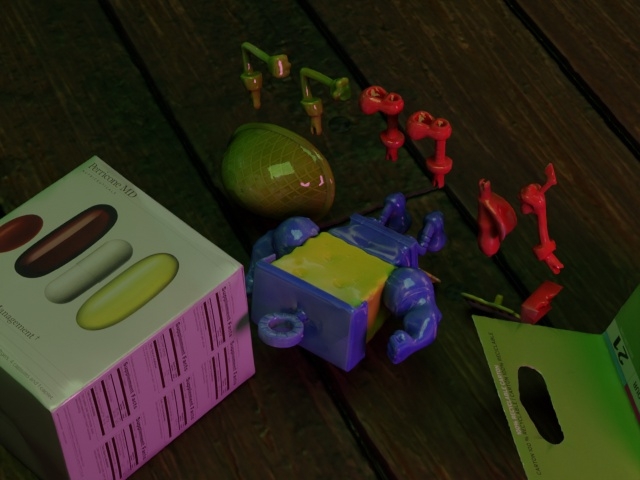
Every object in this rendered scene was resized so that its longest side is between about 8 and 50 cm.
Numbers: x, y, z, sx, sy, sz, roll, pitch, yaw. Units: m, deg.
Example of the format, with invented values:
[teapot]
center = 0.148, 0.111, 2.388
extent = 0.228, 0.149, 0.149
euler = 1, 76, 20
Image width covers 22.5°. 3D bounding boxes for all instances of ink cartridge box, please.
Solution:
[ink cartridge box]
center = 0.271, 0.113, 1.272
extent = 0.255, 0.097, 0.188
euler = 9, 43, -23

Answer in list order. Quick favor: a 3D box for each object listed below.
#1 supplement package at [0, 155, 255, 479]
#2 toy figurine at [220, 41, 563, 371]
[supplement package]
center = -0.195, 0.075, 1.345
extent = 0.194, 0.149, 0.203
euler = 35, 58, 29
[toy figurine]
center = 0.000, 0.000, 1.368
extent = 0.363, 0.191, 0.217
euler = 27, 48, 26
